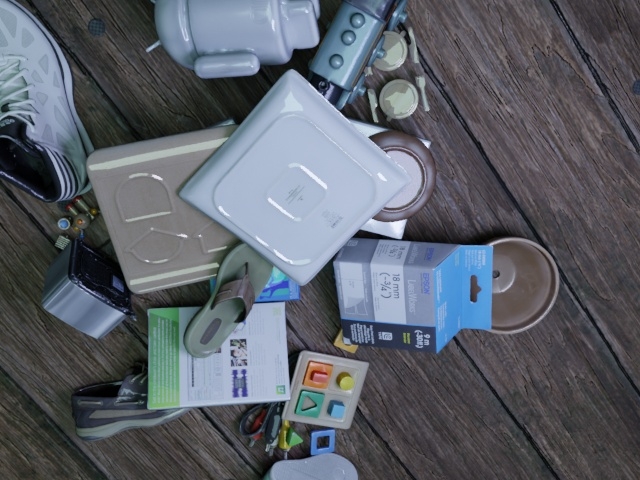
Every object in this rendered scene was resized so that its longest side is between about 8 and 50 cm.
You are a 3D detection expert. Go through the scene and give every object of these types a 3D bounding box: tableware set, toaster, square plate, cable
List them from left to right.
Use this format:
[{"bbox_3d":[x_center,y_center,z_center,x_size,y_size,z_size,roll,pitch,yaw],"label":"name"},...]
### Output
[{"bbox_3d":[-0.506,0.111,1.482,0.110,0.185,0.168,-43,124,12],"label":"toaster"},{"bbox_3d":[-0.110,0.401,1.680,0.139,0.072,0.287,18,90,8],"label":"cable"},{"bbox_3d":[-0.047,-0.103,1.357,0.344,0.049,0.347,39,109,-21],"label":"square plate"},{"bbox_3d":[0.164,-0.369,1.503,0.128,0.039,0.194,-12,99,10],"label":"tableware set"}]

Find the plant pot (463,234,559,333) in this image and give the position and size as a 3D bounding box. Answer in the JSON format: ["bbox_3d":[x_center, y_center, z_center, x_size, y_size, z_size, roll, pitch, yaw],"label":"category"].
[{"bbox_3d":[0.433,0.095,1.603,0.237,0.110,0.237,-1,103,-4],"label":"plant pot"}]

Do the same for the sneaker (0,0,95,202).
[{"bbox_3d":[-0.596,-0.284,1.348,0.169,0.257,0.447,-22,104,1],"label":"sneaker"}]

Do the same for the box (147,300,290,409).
[{"bbox_3d":[-0.235,0.266,1.559,0.322,0.058,0.232,-2,71,-7],"label":"box"}]

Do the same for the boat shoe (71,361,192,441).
[{"bbox_3d":[-0.427,0.364,1.591,0.355,0.132,0.130,-19,105,-1],"label":"boat shoe"}]

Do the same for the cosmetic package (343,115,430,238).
[{"bbox_3d":[0.096,-0.149,1.499,0.224,0.138,0.224,14,104,-8],"label":"cosmetic package"}]

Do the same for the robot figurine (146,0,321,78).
[{"bbox_3d":[-0.179,-0.451,1.355,0.353,0.300,0.200,-3,150,8],"label":"robot figurine"}]

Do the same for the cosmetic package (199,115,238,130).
[{"bbox_3d":[-0.280,-0.189,1.472,0.231,0.117,0.085,-22,104,0],"label":"cosmetic package"}]

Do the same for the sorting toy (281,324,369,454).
[{"bbox_3d":[0.018,0.369,1.640,0.196,0.047,0.347,13,97,-22],"label":"sorting toy"}]

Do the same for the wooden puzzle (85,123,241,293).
[{"bbox_3d":[-0.291,-0.069,1.431,0.322,0.080,0.348,-12,126,-8],"label":"wooden puzzle"}]

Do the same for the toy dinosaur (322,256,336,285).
[{"bbox_3d":[0.000,0.000,1.552,0.268,0.064,0.118,43,67,-28],"label":"toy dinosaur"}]

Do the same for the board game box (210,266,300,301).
[{"bbox_3d":[-0.156,0.064,1.579,0.210,0.047,0.160,-2,104,-4],"label":"board game box"}]

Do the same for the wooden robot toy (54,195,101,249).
[{"bbox_3d":[-0.543,-0.049,1.504,0.173,0.079,0.076,-43,103,6],"label":"wooden robot toy"}]

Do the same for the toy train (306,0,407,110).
[{"bbox_3d":[0.069,-0.419,1.388,0.142,0.190,0.334,30,104,3],"label":"toy train"}]

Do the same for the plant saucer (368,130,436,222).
[{"bbox_3d":[0.152,-0.131,1.420,0.199,0.036,0.198,-1,105,-5],"label":"plant saucer"}]

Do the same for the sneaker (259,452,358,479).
[{"bbox_3d":[-0.040,0.612,1.721,0.256,0.094,0.151,10,142,-27],"label":"sneaker"}]

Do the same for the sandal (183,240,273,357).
[{"bbox_3d":[-0.191,0.138,1.476,0.120,0.086,0.302,26,96,-29],"label":"sandal"}]

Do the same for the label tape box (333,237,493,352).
[{"bbox_3d":[0.210,0.126,1.508,0.334,0.106,0.240,3,123,17],"label":"label tape box"}]
